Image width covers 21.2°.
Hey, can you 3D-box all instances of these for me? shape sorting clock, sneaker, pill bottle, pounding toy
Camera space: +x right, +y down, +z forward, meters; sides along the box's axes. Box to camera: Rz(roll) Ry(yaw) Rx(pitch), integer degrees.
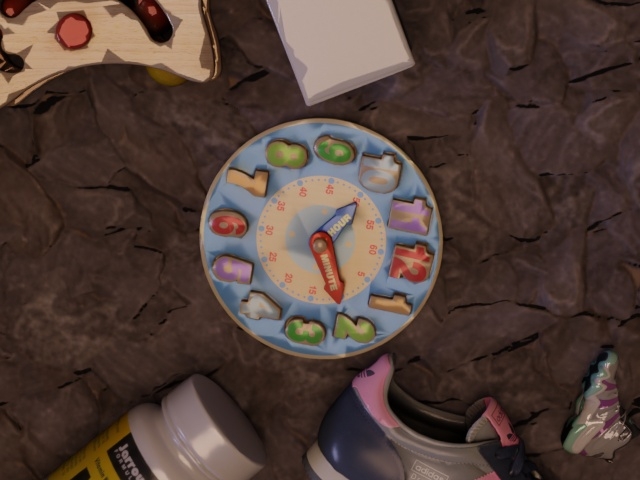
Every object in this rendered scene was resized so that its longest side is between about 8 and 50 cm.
[{"bbox_3d":[0.000,0.000,1.433,0.206,0.040,0.206,0,102,2],"label":"shape sorting clock"},{"bbox_3d":[0.151,0.209,1.435,0.319,0.112,0.131,26,105,-4],"label":"sneaker"},{"bbox_3d":[0.253,0.144,1.457,0.069,0.038,0.098,19,112,-3],"label":"sneaker"},{"bbox_3d":[-0.155,0.213,1.446,0.208,0.119,0.119,-39,98,9],"label":"pill bottle"},{"bbox_3d":[-0.213,-0.171,1.346,0.269,0.155,0.154,12,98,0],"label":"pounding toy"}]

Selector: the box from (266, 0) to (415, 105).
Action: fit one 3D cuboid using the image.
[{"bbox_3d":[0.003,-0.206,1.343,0.091,0.130,0.171,-20,100,6],"label":"box"}]
